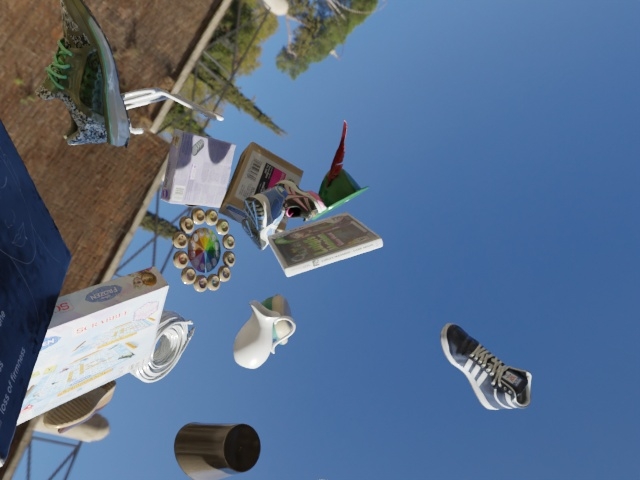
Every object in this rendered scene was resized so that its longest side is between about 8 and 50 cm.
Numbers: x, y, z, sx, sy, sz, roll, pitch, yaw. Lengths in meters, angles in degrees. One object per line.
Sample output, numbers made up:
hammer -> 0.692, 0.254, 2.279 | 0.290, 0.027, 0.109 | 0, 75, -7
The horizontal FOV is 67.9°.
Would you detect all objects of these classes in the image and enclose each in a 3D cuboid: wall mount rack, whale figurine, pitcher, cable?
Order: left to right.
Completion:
cable -> -0.581, 0.371, 1.693 | 0.089, 0.257, 0.257 | 18, -106, 22
wall mount rack -> -0.467, -0.394, 1.437 | 0.304, 0.130, 0.350 | -14, -164, -2
pitcher -> -0.192, 0.330, 1.608 | 0.125, 0.178, 0.207 | -47, 158, -83
whale figurine -> -0.191, 0.335, 2.012 | 0.141, 0.272, 0.216 | -10, -107, 4

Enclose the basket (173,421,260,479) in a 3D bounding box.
basket -> -0.293, 0.615, 1.397 | 0.227, 0.204, 0.154 | -29, -161, 41

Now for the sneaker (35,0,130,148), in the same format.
sneaker -> -0.581, -0.388, 1.122 | 0.182, 0.410, 0.158 | -21, -137, -25

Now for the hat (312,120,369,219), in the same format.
hat -> 0.021, -0.184, 1.305 | 0.209, 0.183, 0.173 | -30, -179, 4

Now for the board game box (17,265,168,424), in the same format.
board game box -> -0.500, 0.221, 1.000 | 0.066, 0.319, 0.318 | 47, -47, 22

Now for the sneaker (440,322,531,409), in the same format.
sneaker -> 0.450, 0.335, 1.274 | 0.099, 0.282, 0.153 | -38, -174, -29

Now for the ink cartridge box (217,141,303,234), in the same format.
ink cartridge box -> -0.175, -0.149, 1.433 | 0.088, 0.193, 0.234 | -31, -142, 53

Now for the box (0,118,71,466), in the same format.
box -> -0.579, -0.015, 0.575 | 0.298, 0.471, 0.480 | -14, -148, -10

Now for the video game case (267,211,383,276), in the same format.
video game case -> 0.000, 0.000, 0.874 | 0.173, 0.022, 0.190 | -18, -159, -10

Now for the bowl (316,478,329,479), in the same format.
bowl -> 0.046, 0.742, 1.355 | 0.053, 0.142, 0.142 | -52, -144, -6

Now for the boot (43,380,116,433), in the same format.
boot -> -0.738, 0.528, 1.420 | 0.090, 0.248, 0.207 | 45, -67, 8

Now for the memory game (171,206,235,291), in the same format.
memory game -> -0.246, 0.019, 1.025 | 0.012, 0.186, 0.186 | -3, -121, 32

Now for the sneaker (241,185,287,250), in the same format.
sneaker -> -0.114, -0.043, 1.008 | 0.081, 0.080, 0.211 | -37, 172, -24

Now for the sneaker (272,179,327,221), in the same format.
sneaker -> -0.073, -0.098, 1.209 | 0.178, 0.072, 0.077 | 22, -120, 44

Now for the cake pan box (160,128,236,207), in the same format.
cake pan box -> -0.440, -0.249, 1.729 | 0.070, 0.246, 0.266 | 22, -76, 37
